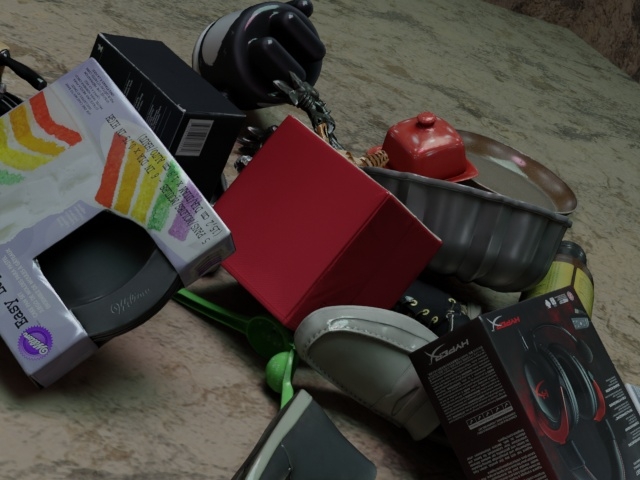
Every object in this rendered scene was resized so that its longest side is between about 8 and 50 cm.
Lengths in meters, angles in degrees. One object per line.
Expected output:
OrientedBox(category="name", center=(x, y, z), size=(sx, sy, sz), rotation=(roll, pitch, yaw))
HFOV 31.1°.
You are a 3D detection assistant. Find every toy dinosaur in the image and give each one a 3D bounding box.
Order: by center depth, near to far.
OrientedBox(category="toy dinosaur", center=(-0.018, -0.120, 1.814), size=(0.218, 0.164, 0.322), rotation=(55, 17, 25))

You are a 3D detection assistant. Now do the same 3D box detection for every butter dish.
OrientedBox(category="butter dish", center=(0.185, -0.174, 2.052), size=(0.160, 0.118, 0.160), rotation=(-16, 41, -23))

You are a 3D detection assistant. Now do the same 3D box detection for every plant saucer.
OrientedBox(category="plant saucer", center=(0.346, -0.119, 2.214), size=(0.310, 0.050, 0.310), rotation=(21, 24, -10))

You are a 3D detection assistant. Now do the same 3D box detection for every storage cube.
OrientedBox(category="storage cube", center=(0.000, 0.000, 1.400), size=(0.215, 0.193, 0.183), rotation=(40, 2, 33))

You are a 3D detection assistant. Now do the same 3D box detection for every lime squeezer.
OrientedBox(category="lime squeezer", center=(-0.069, 0.132, 1.304), size=(0.110, 0.059, 0.310), rotation=(7, 30, -35))

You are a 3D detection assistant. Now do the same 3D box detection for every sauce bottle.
OrientedBox(category="sauce bottle", center=(0.357, 0.087, 1.730), size=(0.111, 0.111, 0.344), rotation=(28, 24, 7))

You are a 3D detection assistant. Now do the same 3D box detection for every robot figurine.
OrientedBox(category="robot figurine", center=(-0.108, -0.309, 1.936), size=(0.209, 0.174, 0.278), rotation=(-13, 8, -29))

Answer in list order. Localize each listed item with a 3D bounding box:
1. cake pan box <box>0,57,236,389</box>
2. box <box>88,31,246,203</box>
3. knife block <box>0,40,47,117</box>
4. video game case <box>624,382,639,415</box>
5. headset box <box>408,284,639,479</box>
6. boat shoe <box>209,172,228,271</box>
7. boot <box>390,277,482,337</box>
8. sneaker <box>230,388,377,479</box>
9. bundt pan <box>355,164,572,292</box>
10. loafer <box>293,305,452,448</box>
OrientedBox(category="cake pan box", center=(-0.253, -0.018, 1.171), size=(0.267, 0.245, 0.070), rotation=(52, -9, 16))
OrientedBox(category="box", center=(-0.218, -0.081, 1.342), size=(0.103, 0.261, 0.184), rotation=(-4, 37, -49))
OrientedBox(category="knife block", center=(-0.502, -0.255, 1.643), size=(0.242, 0.088, 0.276), rotation=(17, 25, -20))
OrientedBox(category="video game case", center=(0.519, 0.281, 1.594), size=(0.173, 0.022, 0.190), rotation=(20, 24, -12))
OrientedBox(category="headset box", center=(0.253, 0.214, 1.254), size=(0.218, 0.110, 0.293), rotation=(-10, 71, -50))
OrientedBox(category="boat shoe", center=(-0.169, -0.078, 1.585), size=(0.112, 0.095, 0.335), rotation=(15, 26, -21))
OrientedBox(category="boot", center=(0.116, 0.101, 1.504), size=(0.178, 0.085, 0.236), rotation=(25, 14, 5))
OrientedBox(category="sneaker", center=(-0.018, 0.239, 1.104), size=(0.118, 0.083, 0.222), rotation=(39, 33, 0))
OrientedBox(category="bundt pan", center=(0.183, -0.007, 1.642), size=(0.330, 0.124, 0.331), rotation=(14, 0, 0))
OrientedBox(category="loafer", center=(0.115, 0.168, 1.316), size=(0.319, 0.112, 0.111), rotation=(23, 30, -22))
